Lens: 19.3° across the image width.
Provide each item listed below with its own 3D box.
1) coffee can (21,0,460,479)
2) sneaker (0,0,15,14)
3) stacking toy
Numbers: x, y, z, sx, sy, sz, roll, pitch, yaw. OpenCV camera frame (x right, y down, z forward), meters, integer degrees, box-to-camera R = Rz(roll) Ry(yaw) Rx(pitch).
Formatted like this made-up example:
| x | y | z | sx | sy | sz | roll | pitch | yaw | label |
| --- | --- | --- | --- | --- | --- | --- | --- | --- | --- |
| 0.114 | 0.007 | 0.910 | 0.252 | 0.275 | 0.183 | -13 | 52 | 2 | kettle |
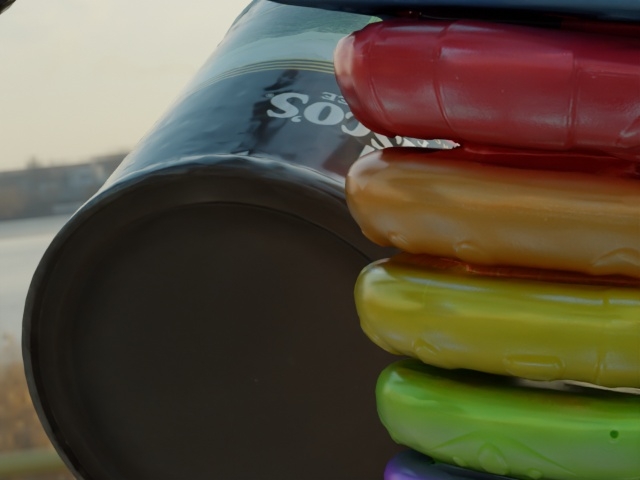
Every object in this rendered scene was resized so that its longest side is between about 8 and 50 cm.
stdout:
| x | y | z | sx | sy | sz | roll | pitch | yaw | label |
| --- | --- | --- | --- | --- | --- | --- | --- | --- | --- |
| 0.000 | 0.000 | 0.907 | 0.202 | 0.201 | 0.275 | -5 | 25 | 18 | coffee can |
| -0.211 | -0.059 | 0.509 | 0.292 | 0.118 | 0.110 | -37 | 4 | -42 | sneaker |
| 0.074 | 0.050 | 0.596 | 0.175 | 0.301 | 0.166 | 7 | 4 | 44 | stacking toy |
